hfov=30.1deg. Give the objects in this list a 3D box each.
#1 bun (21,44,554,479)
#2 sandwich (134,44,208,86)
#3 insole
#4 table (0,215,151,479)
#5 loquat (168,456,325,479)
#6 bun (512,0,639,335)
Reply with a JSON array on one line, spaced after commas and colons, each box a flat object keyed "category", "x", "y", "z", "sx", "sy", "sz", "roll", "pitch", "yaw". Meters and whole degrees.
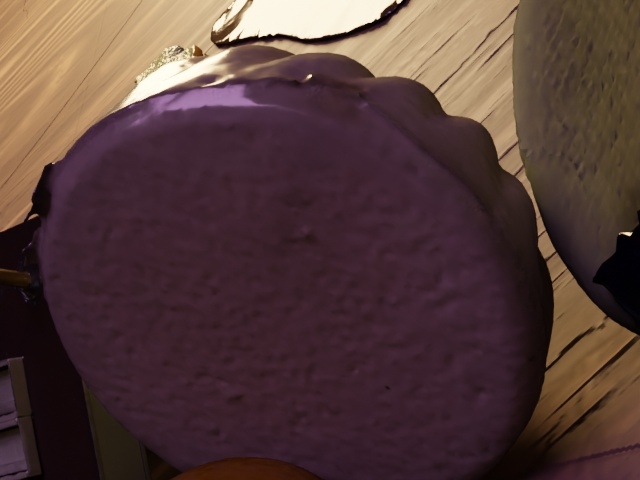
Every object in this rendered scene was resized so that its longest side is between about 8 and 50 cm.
[{"category": "bun", "x": 0.000, "y": 0.000, "z": 0.632, "sx": 0.263, "sy": 0.263, "sz": 0.175, "roll": -26, "pitch": 20, "yaw": 33}, {"category": "sandwich", "x": -0.148, "y": -0.163, "z": 1.206, "sx": 0.105, "sy": 0.036, "sz": 0.093, "roll": -27, "pitch": 35, "yaw": 31}, {"category": "insole", "x": -0.013, "y": -0.228, "z": 1.135, "sx": 0.328, "sy": 0.007, "sz": 0.111, "roll": 5, "pitch": 58, "yaw": 54}, {"category": "table", "x": -0.196, "y": 0.111, "z": 0.756, "sx": 0.121, "sy": 0.111, "sz": 0.240, "roll": -20, "pitch": 79, "yaw": 40}, {"category": "loquat", "x": -0.039, "y": 0.179, "z": 0.570, "sx": 0.163, "sy": 0.137, "sz": 0.163, "roll": -9, "pitch": 78, "yaw": 44}, {"category": "bun", "x": 0.209, "y": -0.093, "z": 0.497, "sx": 0.293, "sy": 0.187, "sz": 0.293, "roll": -176, "pitch": 90, "yaw": -74}]
